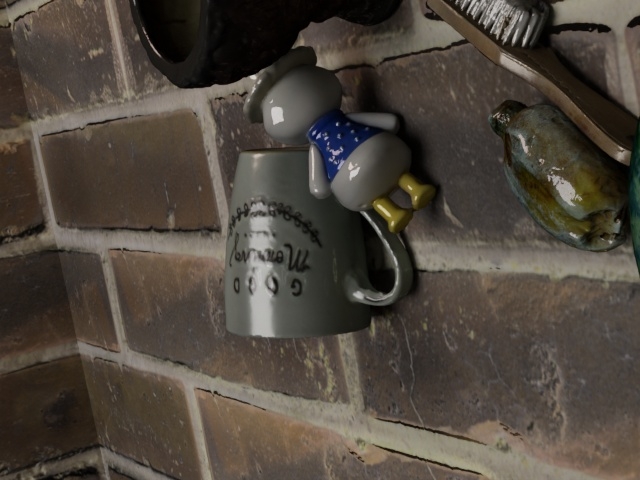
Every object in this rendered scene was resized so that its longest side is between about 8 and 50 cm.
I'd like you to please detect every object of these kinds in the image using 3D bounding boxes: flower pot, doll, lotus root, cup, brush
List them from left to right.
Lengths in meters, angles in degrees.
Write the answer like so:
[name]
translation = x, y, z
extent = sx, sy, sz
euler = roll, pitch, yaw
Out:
[flower pot]
translation = -0.059, -0.321, 1.535
extent = 0.266, 0.267, 0.267
euler = 41, 138, 51
[cup]
translation = 0.000, 0.000, 1.718
extent = 0.258, 0.186, 0.234
euler = 3, 98, 32
[doll]
translation = 0.011, -0.128, 1.618
extent = 0.293, 0.138, 0.119
euler = 44, 176, 17
[brush]
translation = 0.215, -0.179, 1.298
extent = 0.327, 0.070, 0.065
euler = 50, 134, 39
[lotus root]
translation = 0.225, -0.070, 1.290
extent = 0.192, 0.088, 0.113
euler = 55, 167, 39

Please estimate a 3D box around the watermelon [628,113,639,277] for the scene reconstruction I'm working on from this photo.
[watermelon]
translation = 0.311, -0.049, 0.999
extent = 0.292, 0.222, 0.319
euler = 65, 152, 12
